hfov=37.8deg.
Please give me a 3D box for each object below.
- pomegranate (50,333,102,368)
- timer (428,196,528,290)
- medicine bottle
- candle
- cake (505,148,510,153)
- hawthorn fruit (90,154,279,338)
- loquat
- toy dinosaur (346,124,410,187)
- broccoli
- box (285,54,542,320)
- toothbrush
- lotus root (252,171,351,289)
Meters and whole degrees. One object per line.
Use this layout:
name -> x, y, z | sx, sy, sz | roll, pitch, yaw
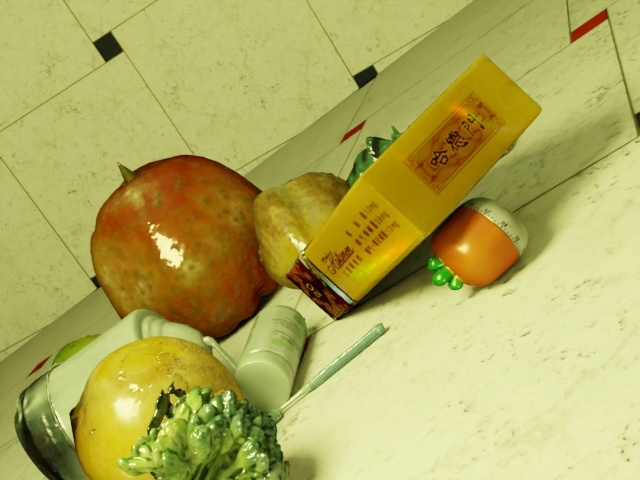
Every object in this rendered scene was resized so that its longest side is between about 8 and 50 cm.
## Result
pomegranate -> -0.424, 0.297, 1.735 | 0.241, 0.190, 0.159 | -31, 40, 29
timer -> 0.189, 0.013, 1.170 | 0.136, 0.099, 0.136 | -50, 2, 3
medicine bottle -> -0.072, 0.170, 1.381 | 0.086, 0.086, 0.183 | -35, 14, 19
candle -> -0.298, 0.240, 1.483 | 0.342, 0.221, 0.221 | -37, 14, 7
cake -> 0.299, -0.185, 1.603 | 0.051, 0.055, 0.140 | -40, 10, 27
hawthorn fruit -> -0.273, 0.000, 1.845 | 0.403, 0.403, 0.403 | -37, 13, 11
loquat -> -0.212, 0.241, 1.239 | 0.235, 0.235, 0.235 | -37, 13, 11
toy dinosaur -> 0.112, -0.121, 1.871 | 0.079, 0.120, 0.292 | -76, 13, -51
broccoli -> -0.148, 0.287, 1.014 | 0.177, 0.198, 0.275 | 23, 61, 24
box -> 0.112, -0.054, 1.320 | 0.264, 0.116, 0.415 | -47, -2, -23
toothbrush -> 0.002, 0.185, 1.276 | 0.219, 0.016, 0.019 | -39, 15, 1
lotus root -> 0.000, 0.001, 1.591 | 0.199, 0.188, 0.180 | -23, 32, -14
